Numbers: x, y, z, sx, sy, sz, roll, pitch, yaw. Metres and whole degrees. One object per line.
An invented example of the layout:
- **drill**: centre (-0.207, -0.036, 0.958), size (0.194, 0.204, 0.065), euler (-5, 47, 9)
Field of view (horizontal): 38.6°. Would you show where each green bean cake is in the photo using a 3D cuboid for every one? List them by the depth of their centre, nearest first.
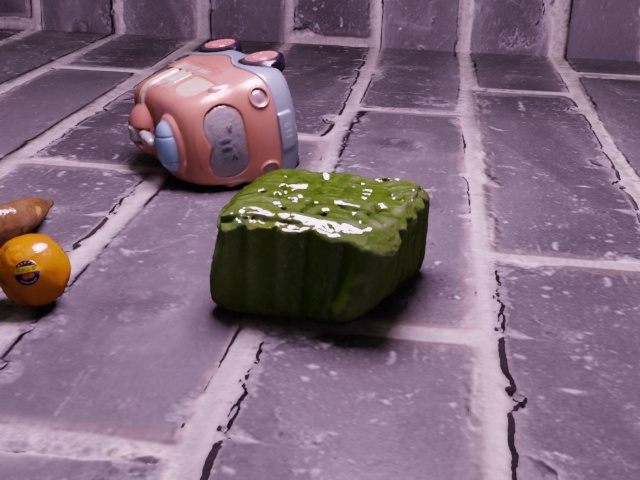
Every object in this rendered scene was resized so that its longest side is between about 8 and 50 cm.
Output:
- **green bean cake**: centre (0.000, 0.000, 1.044), size (0.222, 0.125, 0.248), euler (8, 23, 13)

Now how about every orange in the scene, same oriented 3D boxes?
- **orange**: centre (-0.314, 0.032, 0.997), size (0.083, 0.083, 0.083), euler (2, 22, -1)

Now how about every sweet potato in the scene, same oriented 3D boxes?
- **sweet potato**: centre (-0.430, -0.012, 1.129), size (0.067, 0.059, 0.281), euler (-26, -6, 42)

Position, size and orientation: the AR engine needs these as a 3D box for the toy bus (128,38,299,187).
- **toy bus**: centre (-0.176, -0.192, 1.437), size (0.232, 0.194, 0.288), euler (-20, 30, -27)
